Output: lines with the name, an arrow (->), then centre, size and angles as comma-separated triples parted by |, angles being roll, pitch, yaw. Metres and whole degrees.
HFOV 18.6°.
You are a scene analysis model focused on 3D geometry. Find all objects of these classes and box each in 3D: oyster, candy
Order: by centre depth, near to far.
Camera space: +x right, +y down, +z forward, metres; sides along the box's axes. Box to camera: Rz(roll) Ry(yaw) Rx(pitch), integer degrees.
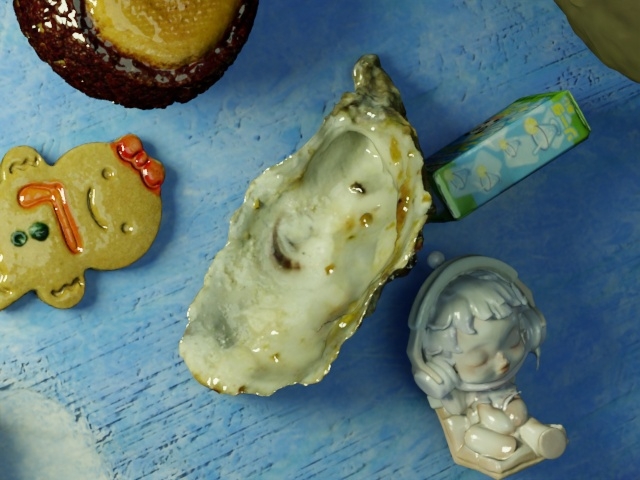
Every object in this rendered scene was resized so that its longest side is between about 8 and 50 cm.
oyster -> 0.026, -0.003, 1.957 | 0.396, 0.204, 0.111 | -59, 147, -12
candy -> 0.182, -0.088, 2.065 | 0.194, 0.097, 0.062 | -33, 103, -23

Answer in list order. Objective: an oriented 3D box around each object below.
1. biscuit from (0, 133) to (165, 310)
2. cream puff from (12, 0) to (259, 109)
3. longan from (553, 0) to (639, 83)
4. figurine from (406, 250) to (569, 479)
biscuit -> -0.248, -0.019, 1.899 | 0.225, 0.036, 0.166 | -18, 95, -24
cream puff -> -0.180, -0.242, 1.864 | 0.239, 0.165, 0.239 | 0, 89, -25
longan -> 0.413, -0.339, 2.023 | 0.391, 0.391, 0.391 | 1, 88, -25
figurine -> 0.169, 0.122, 2.030 | 0.162, 0.141, 0.236 | -17, 95, -29
